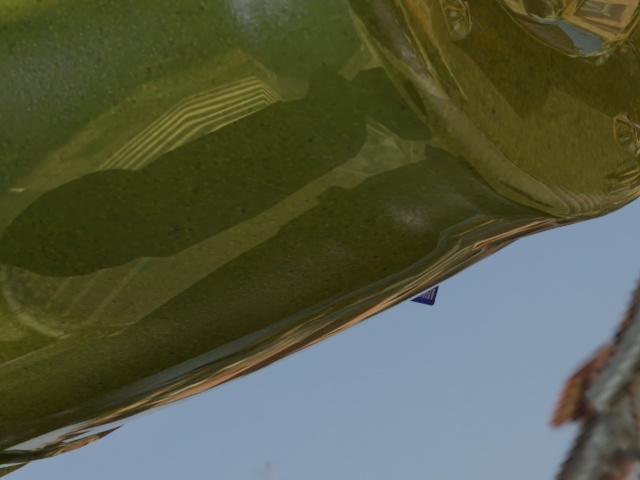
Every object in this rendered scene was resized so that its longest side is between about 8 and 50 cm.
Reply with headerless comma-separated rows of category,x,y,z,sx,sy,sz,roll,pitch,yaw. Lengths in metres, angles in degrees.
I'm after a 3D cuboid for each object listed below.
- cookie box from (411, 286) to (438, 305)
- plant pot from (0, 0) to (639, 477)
cookie box,0.000,0.000,0.974,0.107,0.092,0.040,13,-87,-28
plant pot,-0.060,-0.095,0.679,0.353,0.366,0.366,-11,-4,39
